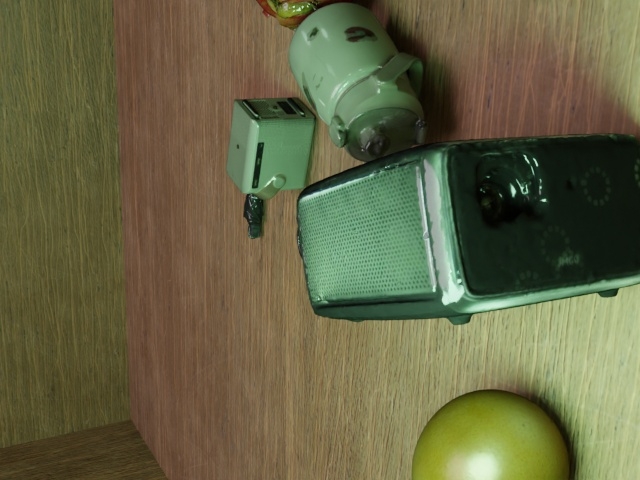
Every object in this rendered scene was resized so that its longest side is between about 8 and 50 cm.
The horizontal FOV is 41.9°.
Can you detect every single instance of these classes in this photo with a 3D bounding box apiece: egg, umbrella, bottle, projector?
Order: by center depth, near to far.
[{"bbox_3d":[0.216,-0.008,1.261,0.405,0.395,0.242,-12,86,61],"label":"projector"},{"bbox_3d":[0.279,0.390,1.407,0.322,0.250,0.250,104,147,-53],"label":"egg"},{"bbox_3d":[0.090,-0.288,1.606,0.351,0.229,0.229,-116,32,-43],"label":"bottle"},{"bbox_3d":[-0.128,-0.228,2.090,0.163,0.177,0.242,51,138,48],"label":"projector"},{"bbox_3d":[-0.187,-0.116,2.359,0.066,0.059,0.235,-123,34,-69],"label":"umbrella"}]

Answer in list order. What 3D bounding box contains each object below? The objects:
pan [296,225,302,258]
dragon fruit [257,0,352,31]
[{"bbox_3d":[0.000,0.000,2.065,0.235,0.028,0.136,-13,86,65],"label":"pan"},{"bbox_3d":[-0.013,-0.566,1.717,0.291,0.250,0.269,-5,94,54],"label":"dragon fruit"}]
